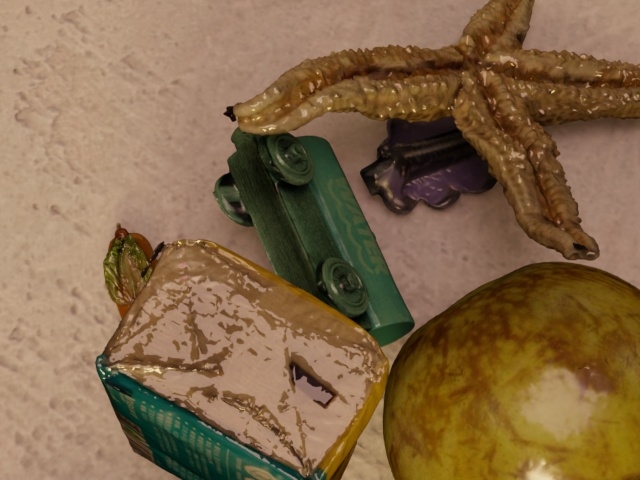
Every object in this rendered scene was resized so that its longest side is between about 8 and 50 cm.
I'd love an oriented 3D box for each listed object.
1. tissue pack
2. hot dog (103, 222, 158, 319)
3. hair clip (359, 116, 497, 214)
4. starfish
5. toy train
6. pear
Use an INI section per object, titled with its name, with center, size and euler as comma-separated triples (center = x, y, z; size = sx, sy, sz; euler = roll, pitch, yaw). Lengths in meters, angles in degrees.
[tissue pack]
center = -0.060, 0.130, 0.822
size = 0.192, 0.271, 0.134
euler = 27, 67, 7
[hot dog]
center = -0.173, 0.044, 0.969
size = 0.056, 0.041, 0.133
euler = -20, 71, -9
[hair clip]
center = 0.129, -0.100, 1.031
size = 0.195, 0.052, 0.124
euler = -22, 77, -15
[starfish]
center = 0.168, -0.110, 0.962
size = 0.324, 0.082, 0.432
euler = 42, 47, 19
[toy train]
center = 0.000, 0.000, 0.950
size = 0.101, 0.159, 0.248
euler = -37, 68, 33
[pear]
center = 0.185, 0.155, 0.819
size = 0.284, 0.283, 0.283
euler = 1, 69, -2
